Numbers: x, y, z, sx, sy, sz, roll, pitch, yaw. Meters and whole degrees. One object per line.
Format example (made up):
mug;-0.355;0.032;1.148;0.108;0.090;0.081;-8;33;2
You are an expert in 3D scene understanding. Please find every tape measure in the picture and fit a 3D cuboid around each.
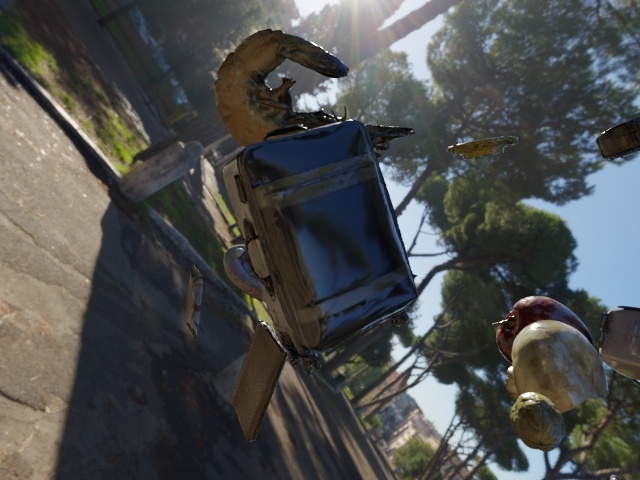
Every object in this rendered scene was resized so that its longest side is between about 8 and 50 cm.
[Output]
tape measure;0.560;0.187;0.628;0.236;0.120;0.197;6;-27;44

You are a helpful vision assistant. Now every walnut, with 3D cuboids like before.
walnut;0.362;0.303;0.718;0.092;0.092;0.092;57;-4;6

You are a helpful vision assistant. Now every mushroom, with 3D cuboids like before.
mushroom;0.527;0.284;0.999;0.195;0.254;0.188;-25;-111;45

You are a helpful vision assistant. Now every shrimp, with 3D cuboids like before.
shrimp;-0.013;-0.292;0.917;0.085;0.446;0.271;-70;171;-52

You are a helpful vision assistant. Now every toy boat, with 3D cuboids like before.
toy boat;-0.214;0.096;1.408;0.228;0.155;0.085;37;-36;4

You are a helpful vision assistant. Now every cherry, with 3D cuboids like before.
cherry;0.654;0.288;1.249;0.301;0.230;0.203;26;19;1

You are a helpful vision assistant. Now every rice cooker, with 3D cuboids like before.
rice cooker;0.951;-0.315;1.339;0.165;0.112;0.106;163;-88;-77

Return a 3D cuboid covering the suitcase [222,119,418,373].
suitcase;0.000;0.000;0.794;0.194;0.283;0.433;-7;-78;64

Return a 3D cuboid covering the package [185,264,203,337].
package;-0.192;0.094;0.652;0.037;0.015;0.110;28;-64;41

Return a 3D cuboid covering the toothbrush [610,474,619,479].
toothbrush;0.790;0.788;1.154;0.024;0.354;0.029;16;-53;28

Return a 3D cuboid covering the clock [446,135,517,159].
clock;0.566;-0.318;1.502;0.237;0.237;0.056;-154;-124;-83

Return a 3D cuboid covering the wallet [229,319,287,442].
wallet;-0.141;0.319;0.983;0.039;0.242;0.133;8;19;-36
